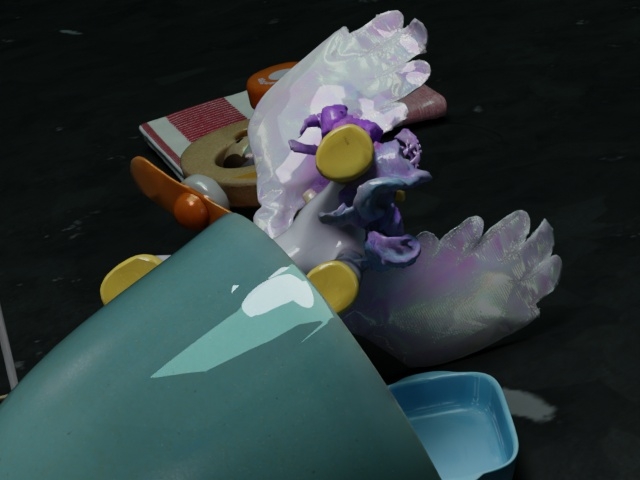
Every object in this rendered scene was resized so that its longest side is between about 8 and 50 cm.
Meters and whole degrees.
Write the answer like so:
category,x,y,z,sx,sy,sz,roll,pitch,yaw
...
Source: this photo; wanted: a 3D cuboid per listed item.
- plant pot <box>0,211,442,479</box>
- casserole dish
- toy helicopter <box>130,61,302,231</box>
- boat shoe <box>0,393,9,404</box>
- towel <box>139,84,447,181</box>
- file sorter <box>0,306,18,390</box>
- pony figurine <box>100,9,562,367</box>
category,x,y,z,sx,sy,sz,roll,pitch,yaw
plant pot,-0.079,0.167,1.088,0.235,0.293,0.293,-32,26,-12
casserole dish,0.090,0.155,1.346,0.114,0.037,0.188,-11,21,2
toy helicopter,-0.044,-0.056,1.817,0.235,0.140,0.355,-21,26,-19
boat shoe,-0.243,0.175,1.335,0.324,0.122,0.120,-6,5,-37
towel,-0.037,-0.144,2.170,0.329,0.037,0.237,-19,25,-14
file sorter,-0.417,0.110,1.501,0.278,0.192,0.173,-2,20,21
pony figurine,0.000,0.000,1.444,0.351,0.303,0.363,-33,-4,0
